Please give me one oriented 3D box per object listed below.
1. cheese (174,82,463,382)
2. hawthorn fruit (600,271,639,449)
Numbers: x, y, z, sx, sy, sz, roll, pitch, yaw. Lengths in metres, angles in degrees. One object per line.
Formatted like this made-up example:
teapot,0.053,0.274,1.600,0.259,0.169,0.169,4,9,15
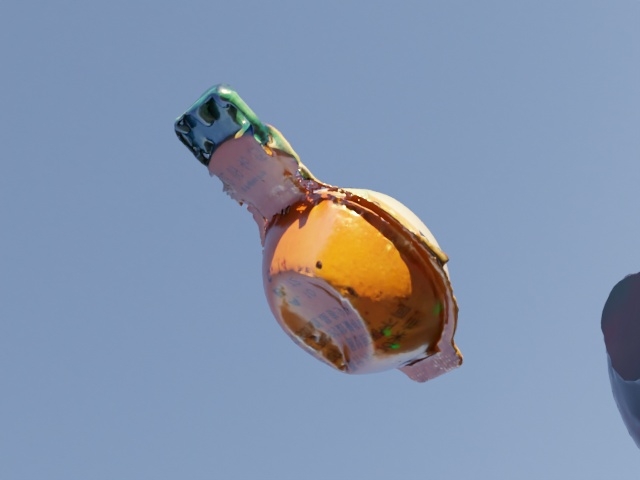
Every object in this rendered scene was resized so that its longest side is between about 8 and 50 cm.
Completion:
cheese,0.000,0.000,1.336,0.329,0.217,0.129,47,-127,-6
hawthorn fruit,0.432,0.126,1.546,0.316,0.316,0.316,-12,-69,-35
